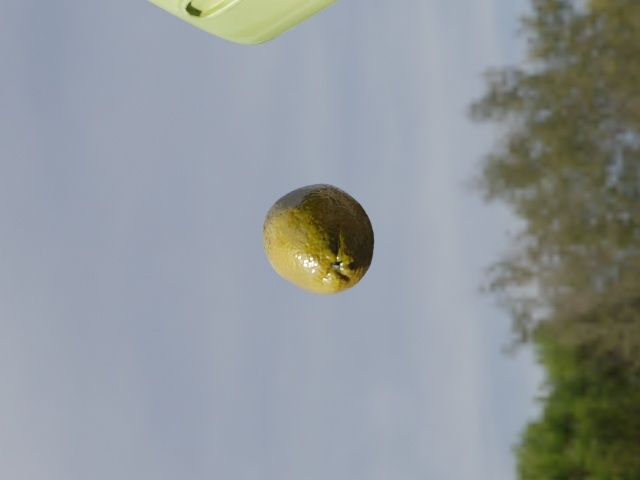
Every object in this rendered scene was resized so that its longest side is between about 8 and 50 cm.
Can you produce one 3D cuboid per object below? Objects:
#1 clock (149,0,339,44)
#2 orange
[{"bbox_3d":[-0.088,-0.278,0.744,0.286,0.117,0.348,27,-135,-43],"label":"clock"},{"bbox_3d":[0.000,0.000,1.311,0.095,0.085,0.085,-133,29,-61],"label":"orange"}]
